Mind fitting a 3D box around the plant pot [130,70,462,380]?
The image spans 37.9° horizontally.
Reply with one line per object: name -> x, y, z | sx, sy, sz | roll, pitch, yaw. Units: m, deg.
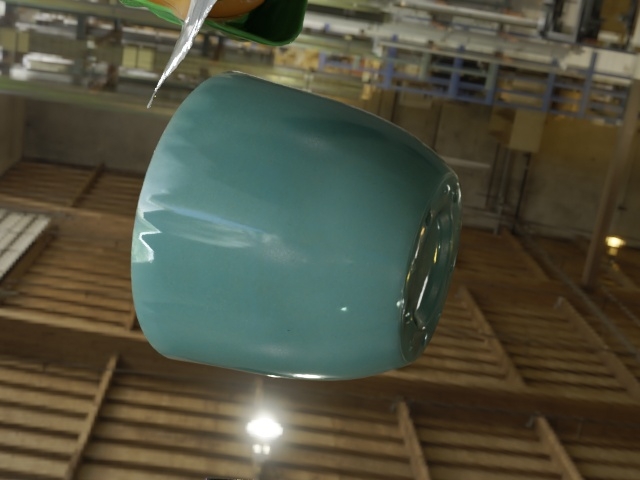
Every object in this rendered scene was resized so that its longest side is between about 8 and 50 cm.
plant pot -> 0.000, 0.000, 0.891 | 0.235, 0.293, 0.293 | 12, -164, 20

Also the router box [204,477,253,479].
router box -> -0.076, 0.361, 1.299 | 0.178, 0.046, 0.133 | 5, 161, -9

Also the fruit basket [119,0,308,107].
fruit basket -> -0.031, -0.261, 0.585 | 0.165, 0.327, 0.353 | 17, 172, -20
